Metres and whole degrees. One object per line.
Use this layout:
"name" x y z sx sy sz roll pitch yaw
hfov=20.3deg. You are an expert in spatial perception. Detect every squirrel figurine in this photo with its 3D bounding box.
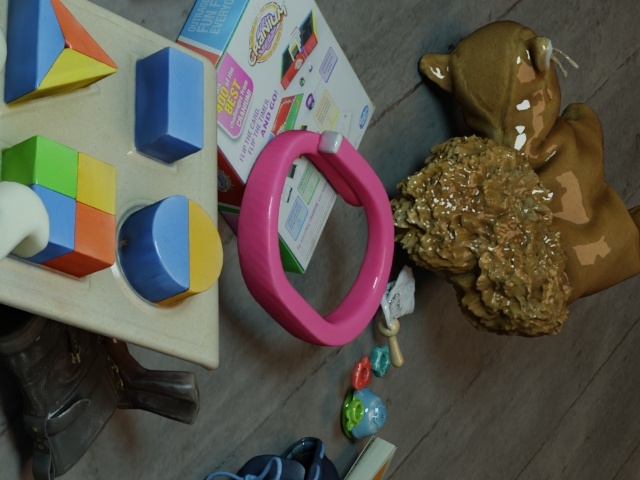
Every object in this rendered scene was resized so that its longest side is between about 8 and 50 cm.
"squirrel figurine" 0.256 -0.088 2.363 0.397 0.281 0.370 -48 130 -48

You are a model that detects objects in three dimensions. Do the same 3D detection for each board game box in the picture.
"board game box" -0.057 -0.148 1.987 0.242 0.064 0.316 -66 147 -25

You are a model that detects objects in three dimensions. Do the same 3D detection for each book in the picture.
"book" 0.043 0.332 2.299 0.144 0.035 0.096 -49 159 -45

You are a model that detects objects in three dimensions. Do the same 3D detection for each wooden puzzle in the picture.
"wooden puzzle" -0.187 -0.075 1.606 0.348 0.080 0.322 26 54 -48

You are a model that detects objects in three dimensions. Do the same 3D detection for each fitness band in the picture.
"fitness band" 0.000 0.000 2.005 0.291 0.054 0.209 47 57 -53

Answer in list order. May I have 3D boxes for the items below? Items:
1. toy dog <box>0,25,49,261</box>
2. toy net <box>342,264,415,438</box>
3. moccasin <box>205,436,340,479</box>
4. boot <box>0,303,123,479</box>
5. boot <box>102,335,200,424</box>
"toy dog" -0.381 -0.077 1.274 0.395 0.284 0.408 42 57 -29
"toy net" 0.067 0.138 2.308 0.122 0.045 0.232 32 68 -57
"moccasin" -0.069 0.300 2.043 0.342 0.137 0.117 -17 97 -76
"boot" -0.237 0.077 1.724 0.263 0.091 0.229 -59 150 -32
"boot" -0.169 0.128 1.806 0.037 0.114 0.106 -27 120 -56
